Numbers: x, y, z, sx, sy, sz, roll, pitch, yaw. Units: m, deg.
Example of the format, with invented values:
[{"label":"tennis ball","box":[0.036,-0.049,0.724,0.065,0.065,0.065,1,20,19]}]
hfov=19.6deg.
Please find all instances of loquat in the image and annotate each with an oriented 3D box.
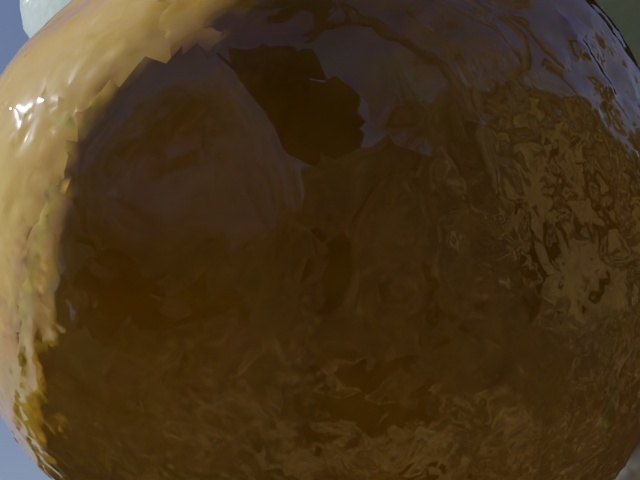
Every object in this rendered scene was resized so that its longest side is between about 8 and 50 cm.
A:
[{"label":"loquat","box":[0.000,0.000,0.535,0.208,0.208,0.208,-25,-13,-7]}]

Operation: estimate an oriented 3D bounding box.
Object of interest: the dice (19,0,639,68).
[{"label":"dice","box":[0.043,-0.119,0.838,0.268,0.262,0.264,-45,15,10]}]
